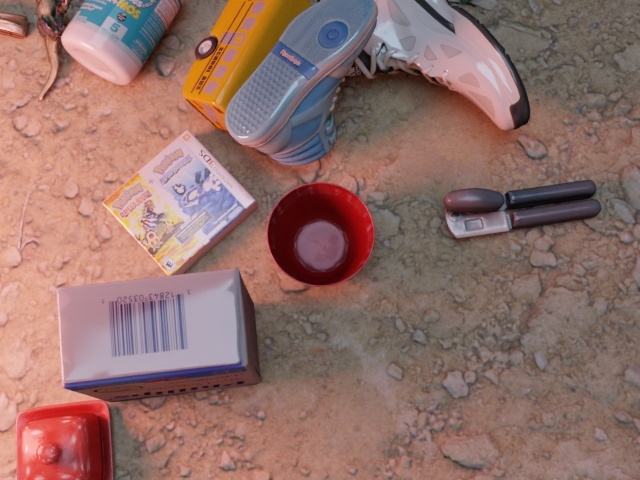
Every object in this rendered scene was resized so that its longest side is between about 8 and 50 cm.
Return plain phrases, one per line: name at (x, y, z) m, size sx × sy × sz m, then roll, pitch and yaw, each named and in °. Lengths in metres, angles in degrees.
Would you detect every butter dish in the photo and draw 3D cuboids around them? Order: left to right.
butter dish at (-0.425, 0.343, 1.366) m, size 0.160 × 0.118 × 0.160 m, roll -7°, pitch 78°, yaw -2°

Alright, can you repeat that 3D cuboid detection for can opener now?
can opener at (0.353, -0.058, 1.479) m, size 0.280 × 0.093 × 0.074 m, roll -7°, pitch 76°, yaw -6°

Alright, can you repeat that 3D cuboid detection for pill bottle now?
pill bottle at (-0.340, -0.425, 1.533) m, size 0.146 × 0.146 × 0.264 m, roll 28°, pitch 78°, yaw 6°

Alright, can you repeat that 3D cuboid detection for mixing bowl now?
mixing bowl at (0.000, 0.000, 1.457) m, size 0.181 × 0.098 × 0.181 m, roll 0°, pitch 76°, yaw 0°

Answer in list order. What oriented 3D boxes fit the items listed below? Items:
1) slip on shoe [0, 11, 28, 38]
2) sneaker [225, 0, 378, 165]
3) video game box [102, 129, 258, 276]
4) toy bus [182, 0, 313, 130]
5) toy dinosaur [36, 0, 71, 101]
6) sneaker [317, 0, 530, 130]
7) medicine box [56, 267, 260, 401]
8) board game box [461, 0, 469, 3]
slip on shoe at (-0.614, -0.413, 1.579) m, size 0.135 × 0.051 × 0.041 m, roll 12°, pitch 82°, yaw 0°
sneaker at (-0.002, -0.263, 1.453) m, size 0.319 × 0.208 × 0.127 m, roll -44°, pitch 59°, yaw 7°
video game box at (-0.247, -0.064, 1.500) m, size 0.205 × 0.048 × 0.187 m, roll -43°, pitch 78°, yaw -9°
toy bus at (-0.117, -0.362, 1.511) m, size 0.130 × 0.108 × 0.333 m, roll 18°, pitch 75°, yaw 40°
toy dinosaur at (-0.493, -0.400, 1.555) m, size 0.064 × 0.118 × 0.268 m, roll 2°, pitch 76°, yaw -37°
sneaker at (0.155, -0.315, 1.521) m, size 0.257 × 0.169 × 0.447 m, roll -38°, pitch 71°, yaw 1°
medicine box at (-0.238, 0.156, 1.322) m, size 0.263 × 0.289 × 0.149 m, roll -7°, pitch 75°, yaw -1°
board game box at (0.293, -0.578, 1.619) m, size 0.160 × 0.047 × 0.210 m, roll -26°, pitch 78°, yaw -6°
